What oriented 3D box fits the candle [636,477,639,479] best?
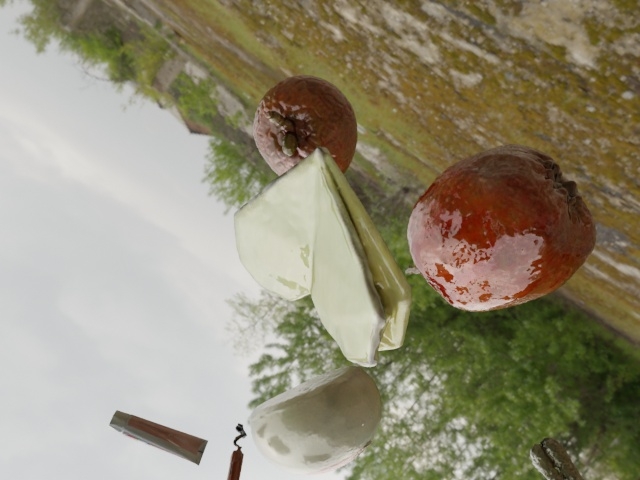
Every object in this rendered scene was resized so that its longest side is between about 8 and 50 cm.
[{"bbox_3d":[0.457,0.460,0.798,0.287,0.317,0.131,-40,-69,-59],"label":"candle"}]

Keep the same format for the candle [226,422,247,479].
[{"bbox_3d":[-0.120,0.334,0.803,0.021,0.026,0.167,36,-140,-27],"label":"candle"}]

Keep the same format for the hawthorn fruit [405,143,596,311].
[{"bbox_3d":[0.207,-0.001,0.741,0.205,0.253,0.205,27,-137,-28],"label":"hawthorn fruit"}]

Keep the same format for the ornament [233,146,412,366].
[{"bbox_3d":[0.000,0.000,0.519,0.059,0.180,0.201,-23,-138,-34],"label":"ornament"}]

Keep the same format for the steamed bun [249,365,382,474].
[{"bbox_3d":[0.002,0.383,1.203,0.177,0.283,0.283,66,-171,8],"label":"steamed bun"}]

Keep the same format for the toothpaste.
[{"bbox_3d":[-0.326,0.394,1.171,0.195,0.042,0.067,22,-154,-4],"label":"toothpaste"}]

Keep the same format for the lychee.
[{"bbox_3d":[-0.031,-0.247,1.319,0.255,0.255,0.300,38,-171,7],"label":"lychee"}]

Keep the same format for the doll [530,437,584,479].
[{"bbox_3d":[0.478,0.470,0.991,0.285,0.203,0.091,-76,-20,-52],"label":"doll"}]
